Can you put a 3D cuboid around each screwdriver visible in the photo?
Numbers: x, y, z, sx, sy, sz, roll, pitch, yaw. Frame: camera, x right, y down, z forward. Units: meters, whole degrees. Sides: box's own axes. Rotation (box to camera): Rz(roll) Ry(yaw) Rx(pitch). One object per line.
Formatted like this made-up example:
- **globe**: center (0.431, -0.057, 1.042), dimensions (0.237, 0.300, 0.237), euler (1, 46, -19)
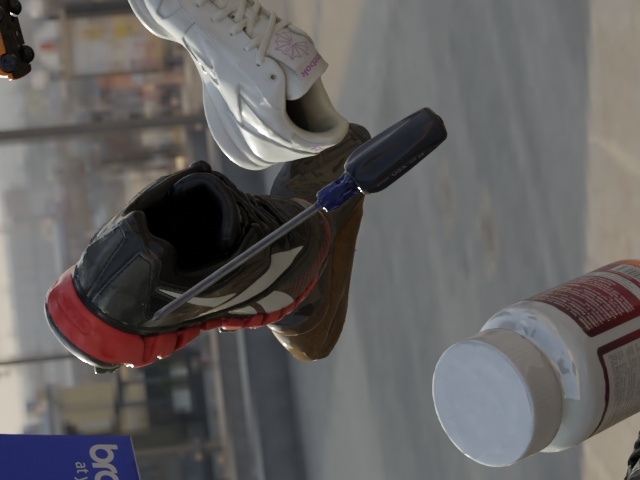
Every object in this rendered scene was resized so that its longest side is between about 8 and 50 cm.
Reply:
- **screwdriver**: center (-0.011, -0.010, 0.845), dimensions (0.024, 0.170, 0.025), euler (55, -169, 1)

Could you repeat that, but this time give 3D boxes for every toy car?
- **toy car**: center (-0.214, -0.107, 1.081), dimensions (0.122, 0.040, 0.060), euler (-75, -29, -55)

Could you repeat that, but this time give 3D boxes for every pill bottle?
- **pill bottle**: center (0.197, 0.096, 1.385), dimensions (0.121, 0.221, 0.121), euler (18, 116, 42)

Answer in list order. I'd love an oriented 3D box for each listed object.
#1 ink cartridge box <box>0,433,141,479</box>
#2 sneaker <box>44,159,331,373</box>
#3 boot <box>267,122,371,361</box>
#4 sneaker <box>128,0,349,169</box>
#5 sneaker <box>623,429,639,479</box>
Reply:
- **ink cartridge box**: center (-0.108, 0.168, 0.693), dimensions (0.207, 0.097, 0.046), euler (-109, 31, -44)
- **sneaker**: center (-0.070, 0.004, 1.269), dimensions (0.097, 0.276, 0.135), euler (47, 125, 19)
- **boot**: center (0.000, 0.000, 2.046), dimensions (0.115, 0.112, 0.305), euler (65, -146, -51)
- **sneaker**: center (-0.074, -0.203, 1.668), dimensions (0.305, 0.152, 0.114), euler (57, -131, -30)
- **sneaker**: center (0.189, 0.110, 0.882), dimensions (0.066, 0.071, 0.188), euler (-44, 35, 43)
